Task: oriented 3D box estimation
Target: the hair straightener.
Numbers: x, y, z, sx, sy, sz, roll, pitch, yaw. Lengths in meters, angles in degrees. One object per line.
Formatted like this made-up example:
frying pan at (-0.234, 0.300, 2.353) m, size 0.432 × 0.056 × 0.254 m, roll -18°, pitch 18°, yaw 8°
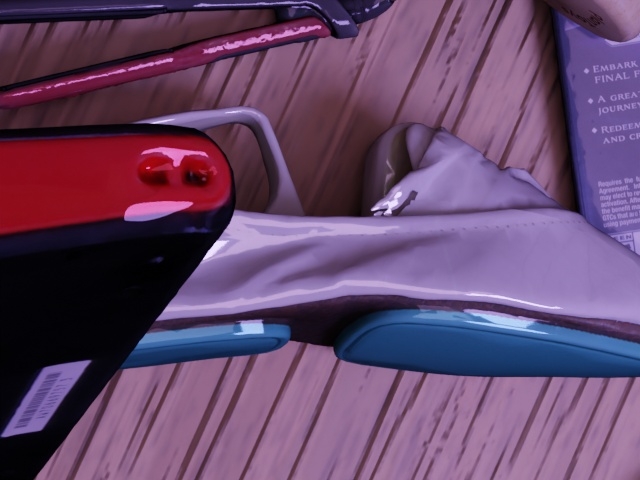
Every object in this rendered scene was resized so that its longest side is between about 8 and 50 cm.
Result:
hair straightener at (-0.059, -0.127, 0.772) m, size 0.230 × 0.047 × 0.089 m, roll -13°, pitch 98°, yaw -14°

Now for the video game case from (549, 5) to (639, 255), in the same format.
video game case at (0.218, -0.119, 0.826) m, size 0.196 × 0.026 × 0.274 m, roll -8°, pitch 96°, yaw 6°

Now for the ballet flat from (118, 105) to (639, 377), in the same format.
ballet flat at (0.000, 0.000, 0.766) m, size 0.400 × 0.139 × 0.139 m, roll 1°, pitch 94°, yaw -13°

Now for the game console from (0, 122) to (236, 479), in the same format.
game console at (-0.238, 0.055, 0.562) m, size 0.342 × 0.386 × 0.060 m, roll -9°, pitch 74°, yaw -23°

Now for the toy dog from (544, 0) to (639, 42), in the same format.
toy dog at (0.079, -0.231, 0.712) m, size 0.333 × 0.161 × 0.220 m, roll 18°, pitch 87°, yaw -3°
